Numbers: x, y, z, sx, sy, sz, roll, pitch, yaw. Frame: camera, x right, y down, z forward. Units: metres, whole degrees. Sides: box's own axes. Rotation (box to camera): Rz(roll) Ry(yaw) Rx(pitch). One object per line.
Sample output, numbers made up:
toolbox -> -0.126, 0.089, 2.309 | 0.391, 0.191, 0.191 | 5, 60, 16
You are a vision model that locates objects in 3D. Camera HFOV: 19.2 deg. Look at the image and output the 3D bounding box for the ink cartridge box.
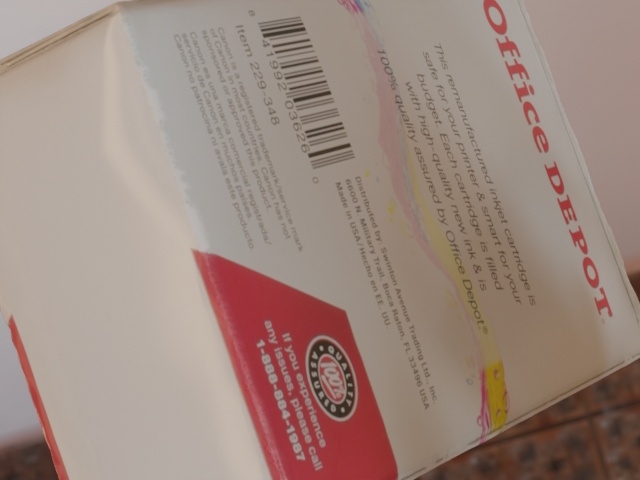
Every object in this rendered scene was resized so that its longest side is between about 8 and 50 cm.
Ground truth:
ink cartridge box -> 0.000, 0.000, 0.877 | 0.306, 0.131, 0.226 | -16, 86, -54
